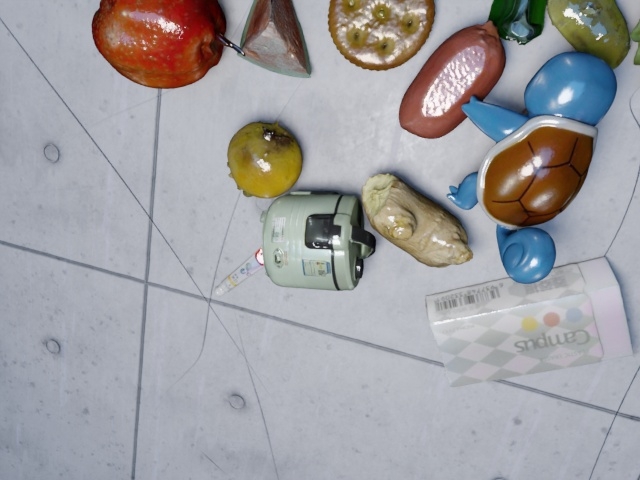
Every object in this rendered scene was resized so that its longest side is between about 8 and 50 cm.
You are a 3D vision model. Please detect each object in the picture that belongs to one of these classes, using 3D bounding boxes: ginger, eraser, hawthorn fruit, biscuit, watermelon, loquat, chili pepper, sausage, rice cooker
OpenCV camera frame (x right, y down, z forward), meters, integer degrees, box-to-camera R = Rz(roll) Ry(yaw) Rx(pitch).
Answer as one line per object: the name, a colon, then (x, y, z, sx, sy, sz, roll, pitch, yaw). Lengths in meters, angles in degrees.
ginger: (0.198, -0.033, 1.078, 0.276, 0.221, 0.130, 36, 103, 10)
eraser: (0.456, 0.188, 1.145, 0.397, 0.082, 0.213, -16, 103, 18)
hawthorn fruit: (-0.299, -0.425, 1.052, 0.300, 0.254, 0.254, 24, 111, 2)
biscuit: (0.122, -0.456, 1.035, 0.220, 0.066, 0.220, 3, 107, 9)
watermelon: (-0.077, -0.446, 1.047, 0.136, 0.202, 0.207, -3, 114, -26)
loquat: (-0.131, -0.172, 1.142, 0.172, 0.149, 0.204, 38, 126, -1)
chili pepper: (0.381, -0.484, 0.966, 0.108, 0.062, 0.216, 7, 107, 11)
sausage: (0.261, -0.310, 1.009, 0.148, 0.148, 0.254, 36, 111, 1)
rice cooker: (0.000, 0.000, 1.128, 0.244, 0.226, 0.226, 5, 108, 15)

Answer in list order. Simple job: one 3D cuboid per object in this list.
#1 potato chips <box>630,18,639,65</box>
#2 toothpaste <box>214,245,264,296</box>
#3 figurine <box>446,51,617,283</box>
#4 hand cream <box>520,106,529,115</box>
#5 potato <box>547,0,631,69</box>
potato chips: (0.706, -0.315, 0.816, 0.373, 0.389, 0.097, 20, 76, 9)
toothpaste: (-0.198, 0.083, 1.301, 0.190, 0.031, 0.048, -37, 92, 18)
figurine: (0.389, -0.137, 0.966, 0.298, 0.243, 0.416, 13, 97, -8)
hand cream: (0.435, -0.249, 1.038, 0.067, 0.043, 0.209, 38, 107, 0)
potato: (0.506, -0.401, 0.949, 0.105, 0.085, 0.188, -35, 101, 22)
